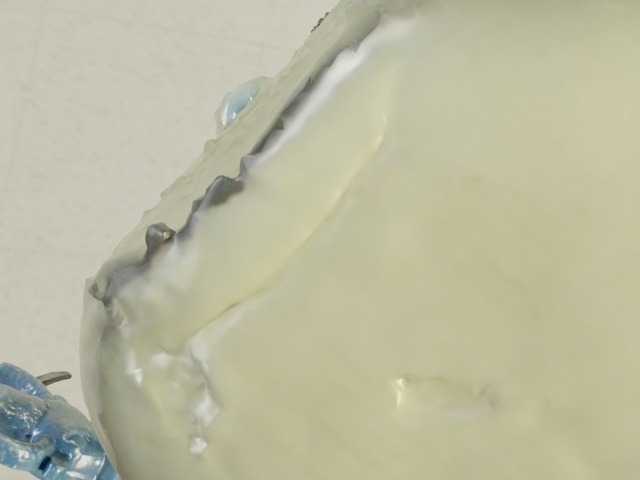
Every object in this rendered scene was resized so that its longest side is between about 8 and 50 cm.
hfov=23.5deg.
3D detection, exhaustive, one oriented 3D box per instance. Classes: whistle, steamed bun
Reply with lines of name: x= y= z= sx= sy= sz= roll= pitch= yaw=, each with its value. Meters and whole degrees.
whistle: x=-0.316 y=0.216 z=1.725 sx=0.269 sy=0.180 sz=0.093 roll=31 pitch=106 yaw=-21
steamed bun: x=0.086 y=0.026 z=0.672 sx=0.334 sy=0.233 sz=0.312 roll=-36 pitch=102 yaw=23

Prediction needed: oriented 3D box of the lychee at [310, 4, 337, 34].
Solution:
lychee: x=0.043 y=-0.176 z=1.485 sx=0.123 sy=0.123 sz=0.129 roll=-4 pitch=118 yaw=-31

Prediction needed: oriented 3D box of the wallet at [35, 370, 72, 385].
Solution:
wallet: x=-0.479 y=0.220 z=1.856 sx=0.323 sy=0.247 sz=0.041 roll=-23 pitch=93 yaw=-51
